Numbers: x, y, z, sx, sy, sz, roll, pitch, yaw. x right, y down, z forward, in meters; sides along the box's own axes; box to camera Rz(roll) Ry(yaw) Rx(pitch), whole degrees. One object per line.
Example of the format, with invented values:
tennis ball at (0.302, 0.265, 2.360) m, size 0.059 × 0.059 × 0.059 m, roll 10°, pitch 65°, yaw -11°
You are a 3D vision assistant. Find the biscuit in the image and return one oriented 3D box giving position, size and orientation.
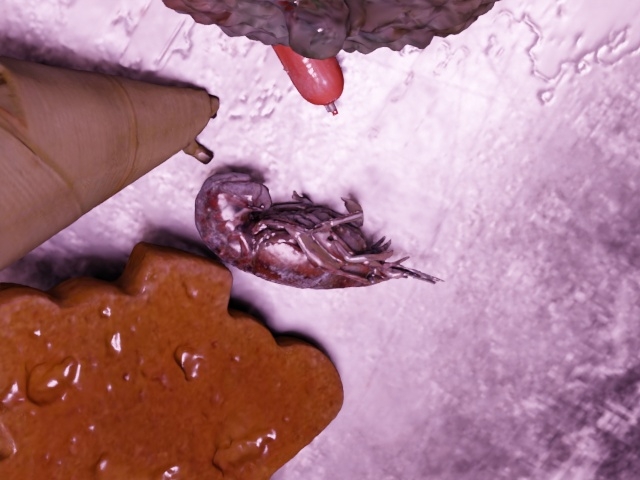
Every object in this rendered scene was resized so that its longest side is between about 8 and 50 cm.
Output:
biscuit at (-0.126, 0.151, 0.978) m, size 0.278 × 0.043 × 0.302 m, roll 19°, pitch 85°, yaw -33°

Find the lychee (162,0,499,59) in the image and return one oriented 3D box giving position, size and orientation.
lychee at (0.009, -0.220, 0.814) m, size 0.255 × 0.255 × 0.274 m, roll 1°, pitch 77°, yaw -3°

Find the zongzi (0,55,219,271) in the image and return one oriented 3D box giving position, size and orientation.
zongzi at (-0.345, -0.064, 0.951) m, size 0.447 × 0.418 × 0.181 m, roll 20°, pitch 121°, yaw 33°

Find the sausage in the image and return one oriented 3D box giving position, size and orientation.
sausage at (-0.052, -0.181, 0.943) m, size 0.034 × 0.034 × 0.253 m, roll -30°, pitch 108°, yaw 8°

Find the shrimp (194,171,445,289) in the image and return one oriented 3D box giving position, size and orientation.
shrimp at (0.000, 0.000, 0.999) m, size 0.165 × 0.056 × 0.065 m, roll 10°, pitch 103°, yaw -9°
